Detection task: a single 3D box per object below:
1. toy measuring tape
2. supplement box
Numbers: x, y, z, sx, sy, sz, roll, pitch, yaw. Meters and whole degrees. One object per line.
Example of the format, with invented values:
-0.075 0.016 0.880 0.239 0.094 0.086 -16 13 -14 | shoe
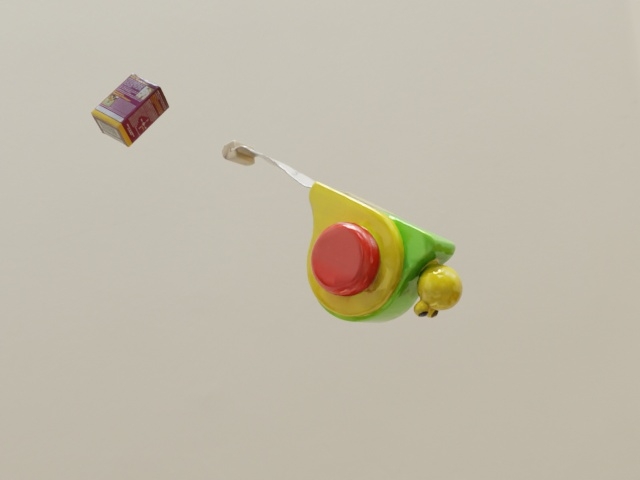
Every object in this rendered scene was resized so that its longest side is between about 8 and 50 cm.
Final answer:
0.000 0.000 0.775 0.330 0.121 0.121 29 -95 36 | toy measuring tape
-0.252 -0.174 1.009 0.055 0.043 0.083 29 -114 27 | supplement box
